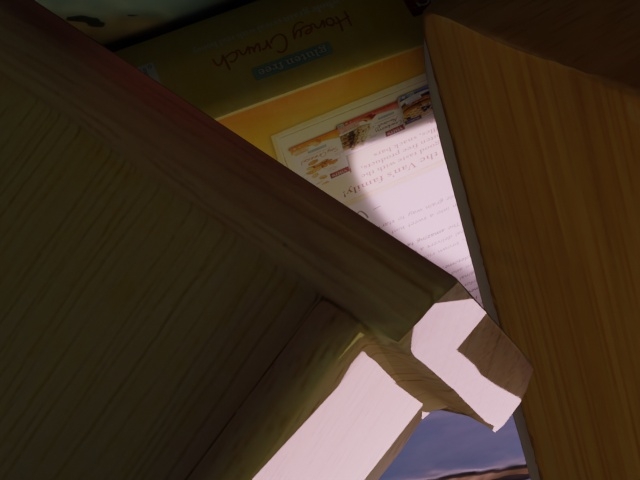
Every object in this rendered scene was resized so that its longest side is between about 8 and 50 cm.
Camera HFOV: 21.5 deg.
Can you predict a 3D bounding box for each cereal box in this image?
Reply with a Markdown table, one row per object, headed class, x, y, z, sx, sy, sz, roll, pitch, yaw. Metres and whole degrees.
| class | x | y | z | sx | sy | sz | roll | pitch | yaw |
| --- | --- | --- | --- | --- | --- | --- | --- | --- | --- |
| cereal box | 0.000 | 0.000 | 0.636 | 0.173 | 0.047 | 0.240 | -21 | 148 | -7 |

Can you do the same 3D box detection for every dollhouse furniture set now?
| class | x | y | z | sx | sy | sz | roll | pitch | yaw |
| --- | --- | --- | --- | --- | --- | --- | --- | --- | --- |
| dollhouse furniture set | -0.045 | 0.133 | 0.508 | 0.256 | 0.362 | 0.394 | -53 | 150 | -4 |

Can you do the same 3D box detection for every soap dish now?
| class | x | y | z | sx | sy | sz | roll | pitch | yaw |
| --- | --- | --- | --- | --- | --- | --- | --- | --- | --- |
| soap dish | 0.171 | 0.011 | 0.559 | 0.229 | 0.118 | 0.291 | -30 | 120 | -22 |
